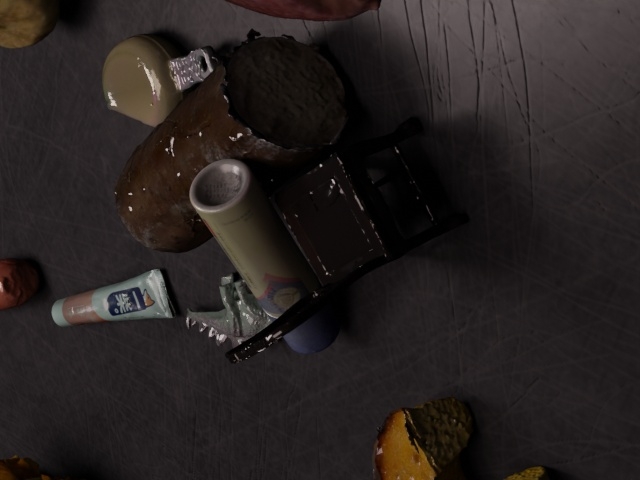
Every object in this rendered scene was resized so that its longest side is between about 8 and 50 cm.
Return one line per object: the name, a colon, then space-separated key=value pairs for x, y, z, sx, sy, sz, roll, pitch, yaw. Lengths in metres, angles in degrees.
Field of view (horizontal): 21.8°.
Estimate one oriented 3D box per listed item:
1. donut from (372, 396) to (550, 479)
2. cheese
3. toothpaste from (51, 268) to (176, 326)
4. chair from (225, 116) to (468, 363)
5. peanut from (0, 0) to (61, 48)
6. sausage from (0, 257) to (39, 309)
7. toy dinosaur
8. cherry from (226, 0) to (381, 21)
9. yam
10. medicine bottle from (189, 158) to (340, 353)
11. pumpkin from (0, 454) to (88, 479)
donut: x=0.129 y=0.224 z=1.458 sx=0.181 sy=0.078 sz=0.146 roll=32 pitch=133 yaw=28
cheese: x=-0.151 y=-0.152 z=1.615 sx=0.171 sy=0.048 sz=0.092 roll=16 pitch=121 yaw=45
toothpaste: x=-0.230 y=0.070 z=1.843 sx=0.205 sy=0.036 sz=0.056 roll=-11 pitch=101 yaw=48
chair: x=0.000 y=0.000 z=1.366 sx=0.106 sy=0.229 sz=0.113 roll=-33 pitch=85 yaw=52
peanut: x=-0.358 y=-0.315 z=1.708 sx=0.122 sy=0.137 sz=0.253 roll=-27 pitch=85 yaw=48
sausage: x=-0.397 y=0.056 z=2.012 sx=0.154 sy=0.062 sz=0.062 roll=-11 pitch=100 yaw=53
toy dinosaur: x=-0.083 y=0.073 z=1.659 sx=0.209 sy=0.039 sz=0.082 roll=-8 pitch=104 yaw=53
cherry: x=-0.047 y=-0.301 z=1.276 sx=0.307 sy=0.221 sz=0.261 roll=47 pitch=149 yaw=4
yam: x=-0.088 y=-0.086 z=1.517 sx=0.280 sy=0.131 sz=0.131 roll=-35 pitch=81 yaw=55
medicine bottle: x=-0.045 y=0.018 z=1.481 sx=0.059 sy=0.059 sz=0.231 roll=29 pitch=161 yaw=38
pumpkin: x=-0.386 y=0.387 z=2.011 sx=0.225 sy=0.303 sz=0.256 roll=-1 pitch=81 yaw=44
